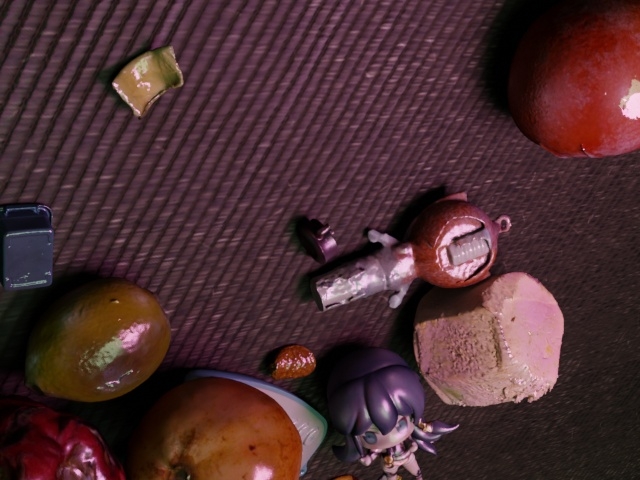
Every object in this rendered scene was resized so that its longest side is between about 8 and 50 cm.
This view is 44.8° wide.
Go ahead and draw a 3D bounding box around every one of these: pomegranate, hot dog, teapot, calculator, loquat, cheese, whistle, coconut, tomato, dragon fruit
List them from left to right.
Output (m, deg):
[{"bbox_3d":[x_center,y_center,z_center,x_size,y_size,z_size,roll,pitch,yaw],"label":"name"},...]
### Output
[{"bbox_3d":[-0.389,0.334,0.925,0.329,0.329,0.329,-17,126,-25],"label":"dragon fruit"},{"bbox_3d":[-0.283,0.130,0.981,0.195,0.152,0.152,-37,133,-21],"label":"loquat"},{"bbox_3d":[-0.196,-0.189,0.908,0.084,0.041,0.060,-32,125,6],"label":"cheese"},{"bbox_3d":[-0.136,0.314,1.065,0.270,0.229,0.252,25,68,-75],"label":"pomegranate"},{"bbox_3d":[-0.141,0.339,1.270,0.256,0.054,0.386,-51,134,3],"label":"calculator"},{"bbox_3d":[-0.048,0.201,1.258,0.083,0.035,0.058,0,118,-35],"label":"hot dog"},{"bbox_3d":[0.000,0.000,1.147,0.045,0.068,0.100,-33,167,-16],"label":"teapot"},{"bbox_3d":[0.152,0.026,1.231,0.346,0.134,0.142,-21,123,-13],"label":"whistle"},{"bbox_3d":[0.276,0.177,1.341,0.233,0.245,0.233,13,68,-35],"label":"coconut"},{"bbox_3d":[0.409,-0.247,1.148,0.265,0.265,0.265,-17,126,-25],"label":"tomato"}]

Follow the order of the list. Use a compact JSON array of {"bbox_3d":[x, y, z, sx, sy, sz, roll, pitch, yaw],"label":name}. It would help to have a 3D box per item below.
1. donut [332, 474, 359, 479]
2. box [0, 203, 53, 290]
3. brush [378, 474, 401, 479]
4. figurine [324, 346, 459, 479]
[{"bbox_3d":[0.040,0.526,1.512,0.140,0.059,0.140,-20,127,-28],"label":"donut"},{"bbox_3d":[-0.351,0.011,0.917,0.074,0.054,0.099,-6,121,-30],"label":"box"},{"bbox_3d":[0.165,0.544,1.640,0.083,0.011,0.205,-48,134,0],"label":"brush"},{"bbox_3d":[0.103,0.300,1.318,0.175,0.197,0.265,-29,139,-24],"label":"figurine"}]
